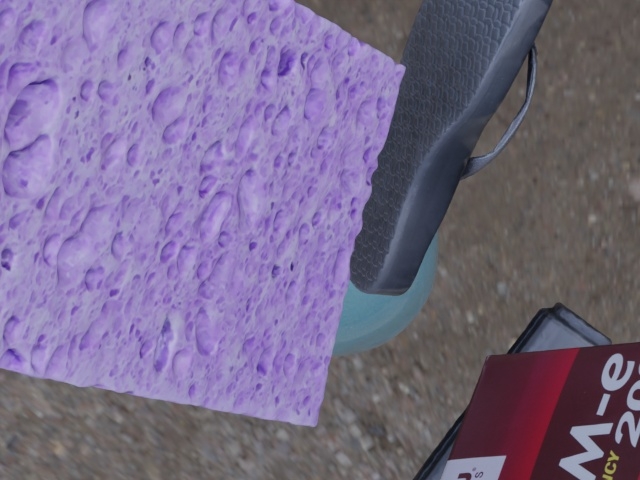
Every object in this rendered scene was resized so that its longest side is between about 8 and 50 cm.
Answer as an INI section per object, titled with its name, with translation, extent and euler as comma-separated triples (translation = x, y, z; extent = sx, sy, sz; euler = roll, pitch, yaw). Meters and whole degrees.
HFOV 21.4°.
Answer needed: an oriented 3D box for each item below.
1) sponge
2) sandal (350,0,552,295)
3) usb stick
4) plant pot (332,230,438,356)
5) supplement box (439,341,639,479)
[sponge]
translation = -0.046, -0.019, 0.439
extent = 0.031, 0.210, 0.117
euler = 14, 87, 30
[sandal]
translation = 0.079, -0.074, 1.018
extent = 0.055, 0.254, 0.097
euler = 4, 44, -24
[usb stick]
translation = 0.143, 0.180, 1.447
extent = 0.077, 0.045, 0.278
euler = 36, 93, 2
[plant pot]
translation = 0.000, 0.000, 1.626
extent = 0.290, 0.195, 0.290
euler = -29, 39, 26
[supplement box]
translation = 0.160, 0.104, 0.654
extent = 0.239, 0.073, 0.130
euler = -9, 41, 38
